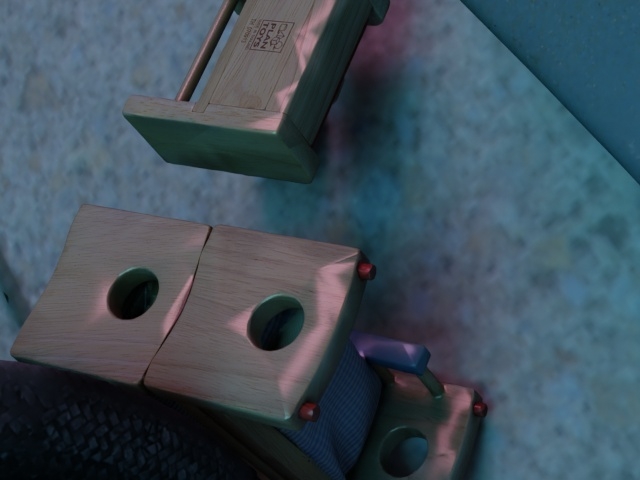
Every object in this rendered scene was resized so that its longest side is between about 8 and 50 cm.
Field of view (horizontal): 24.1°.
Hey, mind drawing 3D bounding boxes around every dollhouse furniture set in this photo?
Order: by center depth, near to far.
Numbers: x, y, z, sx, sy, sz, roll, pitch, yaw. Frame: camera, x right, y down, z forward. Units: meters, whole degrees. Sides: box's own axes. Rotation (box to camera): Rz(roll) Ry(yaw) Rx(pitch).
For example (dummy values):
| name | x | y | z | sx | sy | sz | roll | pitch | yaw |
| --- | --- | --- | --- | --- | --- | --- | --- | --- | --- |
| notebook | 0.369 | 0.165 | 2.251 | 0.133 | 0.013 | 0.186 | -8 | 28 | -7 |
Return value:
| name | x | y | z | sx | sy | sz | roll | pitch | yaw |
| --- | --- | --- | --- | --- | --- | --- | --- | --- | --- |
| dollhouse furniture set | 0.000 | 0.000 | 0.583 | 0.129 | 0.129 | 0.184 | 10 | 67 | 32 |

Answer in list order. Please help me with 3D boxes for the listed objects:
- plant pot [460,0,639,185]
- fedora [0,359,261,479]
| name | x | y | z | sx | sy | sz | roll | pitch | yaw |
| --- | --- | --- | --- | --- | --- | --- | --- | --- | --- |
| plant pot | 0.117 | -0.132 | 0.464 | 0.234 | 0.165 | 0.166 | 48 | 115 | 32 |
| fedora | -0.162 | 0.143 | 0.558 | 0.334 | 0.334 | 0.152 | -58 | 37 | 20 |
